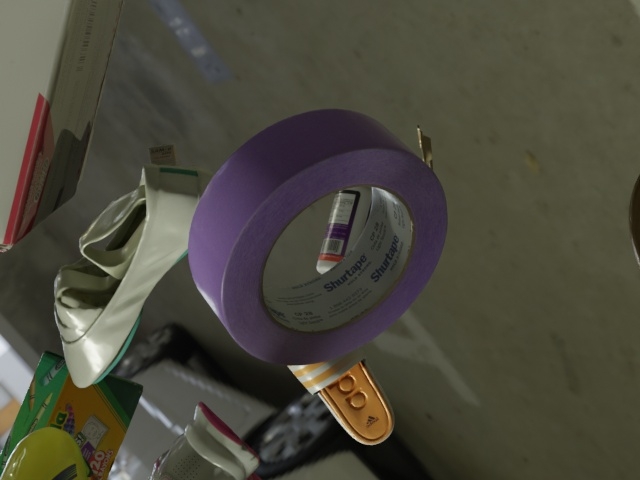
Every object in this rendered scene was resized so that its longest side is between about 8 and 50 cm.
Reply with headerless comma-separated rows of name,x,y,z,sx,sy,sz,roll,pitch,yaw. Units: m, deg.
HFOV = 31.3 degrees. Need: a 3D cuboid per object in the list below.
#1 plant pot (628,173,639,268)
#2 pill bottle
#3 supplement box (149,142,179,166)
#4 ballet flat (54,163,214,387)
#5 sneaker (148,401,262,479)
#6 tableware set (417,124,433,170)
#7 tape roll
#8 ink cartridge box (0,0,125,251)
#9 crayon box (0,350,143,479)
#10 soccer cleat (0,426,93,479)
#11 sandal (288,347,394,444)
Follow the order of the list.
plant pot,0.433,0.008,1.275,0.236,0.236,0.032,48,147,0
pill bottle,0.068,-0.032,1.785,0.108,0.194,0.108,15,171,2
supplement box,-0.217,-0.087,1.625,0.062,0.036,0.099,-122,23,-81
ballet flat,-0.281,0.040,1.539,0.139,0.139,0.400,45,119,9
sneaker,-0.121,0.256,1.157,0.103,0.111,0.252,39,161,25
tableware set,0.162,-0.086,1.723,0.141,0.020,0.169,70,-164,-70
tape roll,0.000,0.000,1.230,0.090,0.274,0.275,47,168,44
ink cartridge box,-0.239,-0.124,0.874,0.117,0.207,0.283,14,-172,-6
crayon box,-0.414,0.334,1.835,0.081,0.279,0.165,15,170,40
soccer cleat,-0.251,0.264,0.860,0.093,0.289,0.121,-19,137,37
sandal,0.028,0.184,1.584,0.265,0.102,0.076,52,177,-17
